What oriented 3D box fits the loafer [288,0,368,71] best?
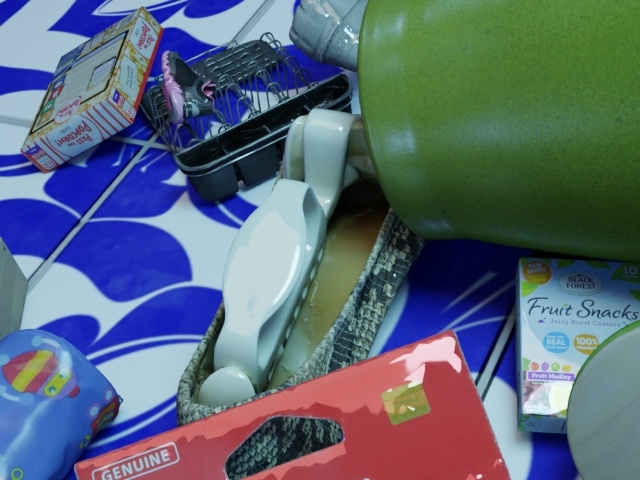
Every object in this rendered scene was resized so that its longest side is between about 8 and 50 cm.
[{"bbox_3d":[0.090,-0.271,1.191,0.111,0.112,0.319,38,46,14],"label":"loafer"}]

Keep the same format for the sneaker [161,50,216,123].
[{"bbox_3d":[-0.145,-0.171,1.125,0.057,0.047,0.119,-9,44,-11],"label":"sneaker"}]

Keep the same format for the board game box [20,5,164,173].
[{"bbox_3d":[-0.275,-0.186,1.238,0.147,0.045,0.193,-23,38,27],"label":"board game box"}]

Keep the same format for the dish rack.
[{"bbox_3d":[-0.100,-0.164,1.178,0.208,0.074,0.271,-27,44,-12],"label":"dish rack"}]

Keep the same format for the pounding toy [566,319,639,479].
[{"bbox_3d":[0.303,0.123,0.718,0.237,0.182,0.110,9,23,24],"label":"pounding toy"}]

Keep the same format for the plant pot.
[{"bbox_3d":[0.232,-0.134,0.829,0.353,0.366,0.366,-6,43,27],"label":"plant pot"}]

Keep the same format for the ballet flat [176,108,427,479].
[{"bbox_3d":[0.000,0.000,0.901,0.164,0.182,0.482,4,47,22],"label":"ballet flat"}]

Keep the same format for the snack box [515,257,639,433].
[{"bbox_3d":[0.209,0.084,0.822,0.100,0.037,0.141,3,59,5],"label":"snack box"}]

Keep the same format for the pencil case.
[{"bbox_3d":[-0.278,0.215,0.812,0.119,0.133,0.306,31,53,-4],"label":"pencil case"}]

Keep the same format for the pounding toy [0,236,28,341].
[{"bbox_3d":[-0.383,0.068,1.008,0.141,0.100,0.130,-12,43,5],"label":"pounding toy"}]

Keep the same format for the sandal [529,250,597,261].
[{"bbox_3d":[0.213,0.058,0.878,0.067,0.040,0.179,-4,45,13],"label":"sandal"}]

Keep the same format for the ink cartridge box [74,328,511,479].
[{"bbox_3d":[0.003,0.222,0.669,0.296,0.066,0.261,-20,76,-3],"label":"ink cartridge box"}]
